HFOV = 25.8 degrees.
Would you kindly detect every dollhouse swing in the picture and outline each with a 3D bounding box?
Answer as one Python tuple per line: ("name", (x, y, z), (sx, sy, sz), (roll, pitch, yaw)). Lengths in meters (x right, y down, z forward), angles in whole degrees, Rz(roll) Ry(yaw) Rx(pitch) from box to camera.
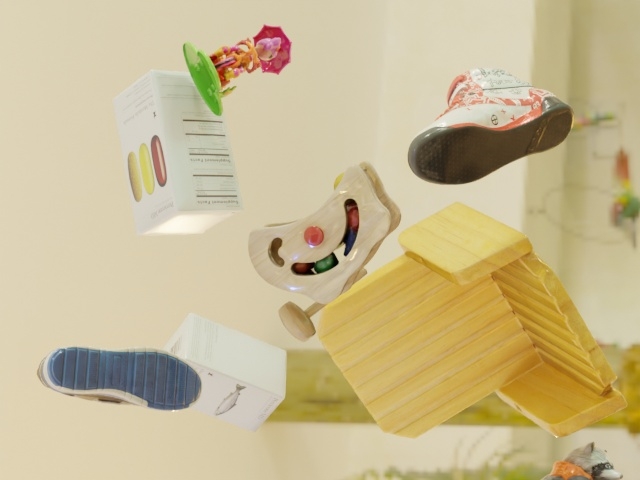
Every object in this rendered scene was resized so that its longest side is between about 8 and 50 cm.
("dollhouse swing", (0.216, 0.177, 2.163), (0.305, 0.315, 0.347), (-37, -65, -9))

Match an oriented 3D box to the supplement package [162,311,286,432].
("supplement package", (-0.156, 0.212, 2.235), (0.179, 0.105, 0.105), (23, -142, -20))

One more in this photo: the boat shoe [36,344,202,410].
("boat shoe", (-0.219, 0.147, 1.521), (0.183, 0.066, 0.066), (15, -107, -28))

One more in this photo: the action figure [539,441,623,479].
("action figure", (0.409, 0.467, 2.153), (0.178, 0.341, 0.330), (29, -117, -29))

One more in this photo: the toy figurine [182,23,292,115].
("toy figurine", (-0.118, -0.293, 2.227), (0.130, 0.159, 0.173), (63, 168, -1))

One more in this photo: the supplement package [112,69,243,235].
("supplement package", (-0.237, -0.143, 2.319), (0.134, 0.139, 0.244), (-2, -107, -39))

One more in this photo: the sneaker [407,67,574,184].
("sneaker", (0.194, -0.156, 1.867), (0.270, 0.145, 0.090), (-17, -52, -29))

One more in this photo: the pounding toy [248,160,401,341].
("pounding toy", (0.000, 0.000, 2.008), (0.269, 0.154, 0.155), (-53, -7, 16))
